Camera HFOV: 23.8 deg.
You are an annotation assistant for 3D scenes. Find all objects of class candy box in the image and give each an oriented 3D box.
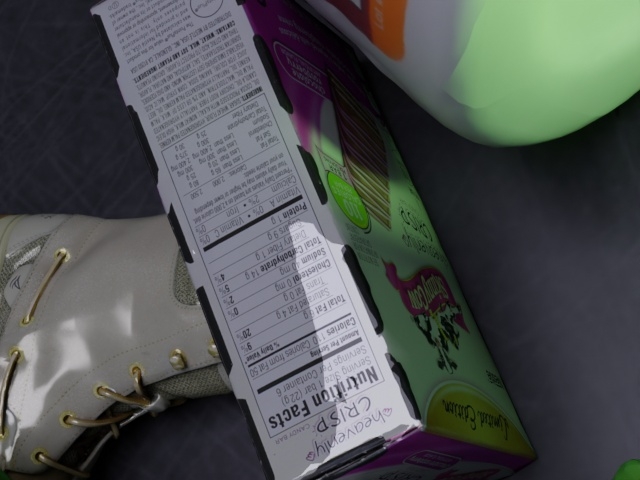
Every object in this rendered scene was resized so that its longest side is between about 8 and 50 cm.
[{"bbox_3d":[0.000,0.000,0.668,0.071,0.159,0.233,-28,69,16],"label":"candy box"}]

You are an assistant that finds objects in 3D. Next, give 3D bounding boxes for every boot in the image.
[{"bbox_3d":[-0.098,0.081,0.745,0.165,0.077,0.213,-6,70,22],"label":"boot"}]

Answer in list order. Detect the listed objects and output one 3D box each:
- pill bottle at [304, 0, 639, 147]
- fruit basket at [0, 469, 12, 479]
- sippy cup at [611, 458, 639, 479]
[{"bbox_3d":[0.013,-0.242,0.700,0.224,0.224,0.392,-48,62,6],"label":"pill bottle"},{"bbox_3d":[-0.262,0.259,0.681,0.392,0.283,0.392,-4,54,5],"label":"fruit basket"},{"bbox_3d":[0.246,0.006,0.488,0.240,0.224,0.305,16,72,17],"label":"sippy cup"}]
